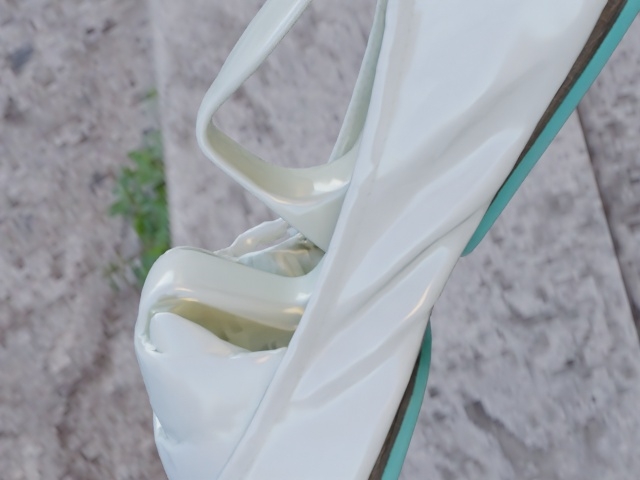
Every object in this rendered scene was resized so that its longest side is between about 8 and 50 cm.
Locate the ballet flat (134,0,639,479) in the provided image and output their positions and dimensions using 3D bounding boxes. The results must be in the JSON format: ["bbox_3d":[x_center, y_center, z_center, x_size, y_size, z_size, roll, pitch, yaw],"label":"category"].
[{"bbox_3d":[0.000,0.000,0.769,0.139,0.139,0.400,44,121,37],"label":"ballet flat"}]
